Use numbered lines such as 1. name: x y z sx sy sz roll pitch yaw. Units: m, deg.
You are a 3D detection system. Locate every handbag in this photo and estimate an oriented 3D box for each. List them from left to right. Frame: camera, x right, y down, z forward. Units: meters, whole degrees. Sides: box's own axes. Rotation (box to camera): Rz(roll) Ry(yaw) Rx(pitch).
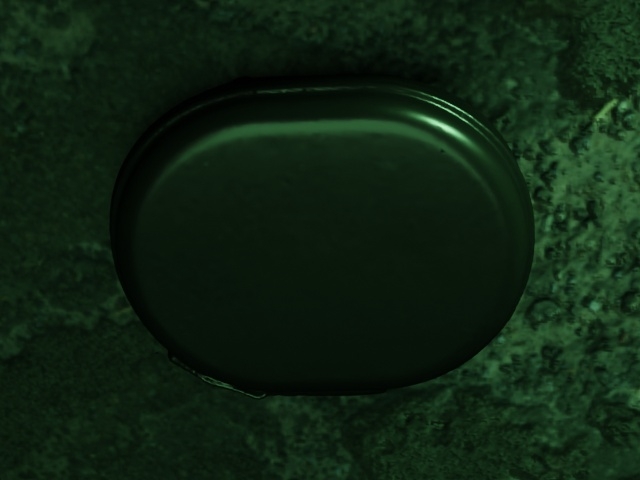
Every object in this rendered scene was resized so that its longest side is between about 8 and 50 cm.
1. handbag: 0.000 -0.001 1.030 0.308 0.093 0.254 -2 117 4
